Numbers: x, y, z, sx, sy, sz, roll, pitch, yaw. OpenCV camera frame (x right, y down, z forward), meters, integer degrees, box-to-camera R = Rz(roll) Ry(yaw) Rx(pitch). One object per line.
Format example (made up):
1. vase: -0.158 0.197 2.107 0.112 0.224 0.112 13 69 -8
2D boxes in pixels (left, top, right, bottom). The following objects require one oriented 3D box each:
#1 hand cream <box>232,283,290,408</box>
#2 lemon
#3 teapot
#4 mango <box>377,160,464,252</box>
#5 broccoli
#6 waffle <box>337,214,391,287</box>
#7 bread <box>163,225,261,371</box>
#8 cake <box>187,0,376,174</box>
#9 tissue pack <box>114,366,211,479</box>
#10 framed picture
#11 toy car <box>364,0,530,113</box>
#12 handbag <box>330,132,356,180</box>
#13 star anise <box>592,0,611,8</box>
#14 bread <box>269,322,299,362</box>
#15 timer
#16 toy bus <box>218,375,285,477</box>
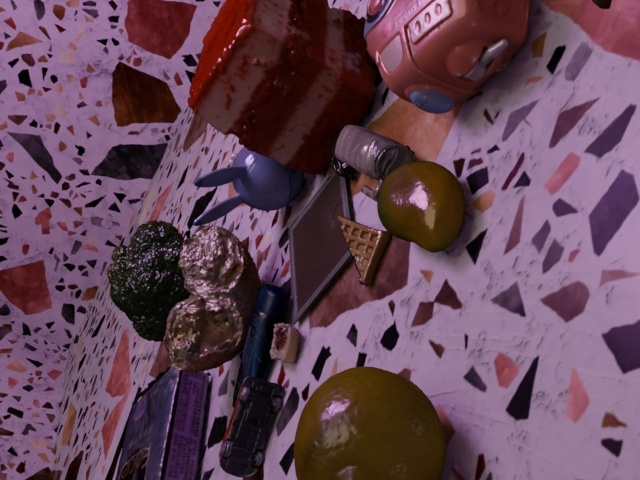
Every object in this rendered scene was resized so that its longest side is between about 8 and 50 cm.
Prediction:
1. hand cream: -0.126 0.222 1.530 0.120 0.061 0.271 35 108 67
2. lemon: 0.058 0.243 0.941 0.184 0.184 0.248 -61 8 15
3. teapot: 0.086 -0.134 1.354 0.107 0.077 0.200 -68 22 8
4. mango: 0.151 -0.053 1.136 0.122 0.085 0.191 -57 32 -2
5. broccoli: -0.359 0.088 1.929 0.304 0.321 0.283 -47 -2 21
6. waffle: 0.055 0.013 1.324 0.152 0.023 0.098 25 91 56
7. bread: -0.208 0.145 1.630 0.171 0.192 0.314 -2 58 19
8. cake: -0.074 -0.341 1.584 0.270 0.319 0.269 -50 27 37
9. tissue pack: -0.353 0.479 1.715 0.259 0.122 0.361 -43 31 39
10. framed picture: 0.000 0.000 1.501 0.216 0.016 0.273 -52 27 34
11. toy car: 0.190 -0.307 1.170 0.270 0.180 0.213 -34 49 52
12. handbag: 0.047 -0.160 1.499 0.072 0.047 0.111 -32 41 31
13. star anise: 0.425 -0.396 0.801 0.349 0.109 0.293 -12 53 64
14. bread: -0.066 0.190 1.441 0.083 0.035 0.070 7 86 64
15. timer: -0.162 -0.137 1.690 0.175 0.255 0.175 172 90 -74
16. toy bus: -0.130 0.333 1.411 0.077 0.079 0.174 169 120 -74
